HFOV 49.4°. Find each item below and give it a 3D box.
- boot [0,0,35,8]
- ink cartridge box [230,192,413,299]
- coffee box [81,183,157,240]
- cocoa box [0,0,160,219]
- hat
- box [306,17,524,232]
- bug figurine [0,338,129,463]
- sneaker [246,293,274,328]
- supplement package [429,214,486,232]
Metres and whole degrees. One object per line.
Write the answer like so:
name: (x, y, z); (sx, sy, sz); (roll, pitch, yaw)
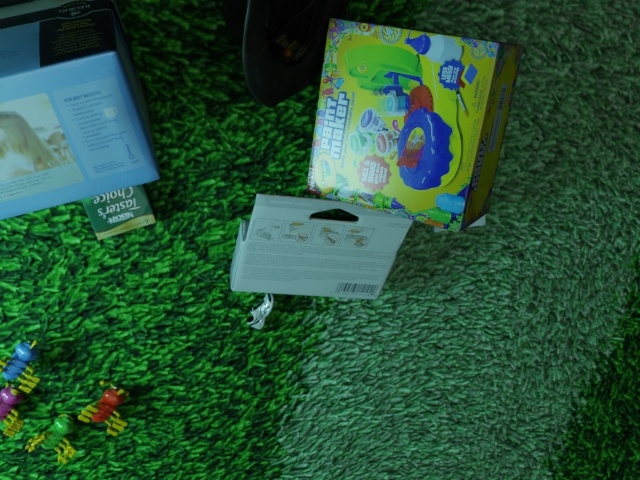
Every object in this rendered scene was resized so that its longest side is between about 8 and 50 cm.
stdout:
boot: (-0.499, -0.447, 1.036); (0.179, 0.085, 0.236); (-5, 105, -21)
ink cartridge box: (0.000, 0.000, 1.280); (0.296, 0.066, 0.261); (5, 135, -16)
coffee box: (-0.368, -0.101, 1.220); (0.113, 0.040, 0.184); (-17, 114, -7)
cocoa box: (-0.442, -0.195, 1.030); (0.347, 0.228, 0.231); (-15, 135, -7)
hat: (-0.072, -0.387, 1.101); (0.134, 0.331, 0.331); (29, 106, 20)
box: (0.153, -0.199, 1.157); (0.279, 0.177, 0.290); (16, 109, 24)
bug figurine: (-0.519, 0.307, 1.329); (0.216, 0.072, 0.279); (-44, 119, 13)
sneaker: (-0.120, 0.137, 1.378); (0.037, 0.032, 0.083); (20, 105, -20)
supplement package: (0.248, -0.121, 1.323); (0.105, 0.105, 0.179); (-8, 112, -8)
